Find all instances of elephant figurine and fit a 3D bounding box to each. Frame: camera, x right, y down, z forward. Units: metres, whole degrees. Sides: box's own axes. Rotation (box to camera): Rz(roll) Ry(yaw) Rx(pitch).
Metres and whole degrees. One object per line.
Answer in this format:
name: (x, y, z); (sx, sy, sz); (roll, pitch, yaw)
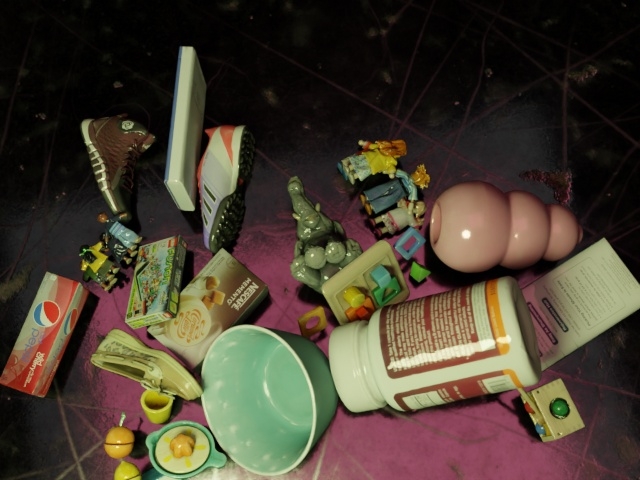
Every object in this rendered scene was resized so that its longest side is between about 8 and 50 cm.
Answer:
elephant figurine: (0.000, 0.000, 1.898); (0.169, 0.186, 0.239); (11, 31, -26)

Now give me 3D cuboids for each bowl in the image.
bowl: (-0.086, 0.315, 1.761); (0.312, 0.163, 0.311); (5, 99, 36)

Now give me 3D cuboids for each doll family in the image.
doll family: (0.160, -0.141, 1.941); (0.163, 0.118, 0.263); (-27, 76, -6)
doll family: (-0.489, 0.018, 1.916); (0.111, 0.076, 0.193); (39, 91, 9)

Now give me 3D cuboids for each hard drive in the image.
hard drive: (-0.307, -0.251, 1.934); (0.040, 0.210, 0.318); (3, 75, 1)

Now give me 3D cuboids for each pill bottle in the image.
pill bottle: (0.232, 0.224, 1.727); (0.392, 0.224, 0.224); (-16, 74, 20)

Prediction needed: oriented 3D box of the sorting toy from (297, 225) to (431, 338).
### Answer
sorting toy: (0.108, 0.118, 1.841); (0.348, 0.196, 0.047); (-37, 45, -8)

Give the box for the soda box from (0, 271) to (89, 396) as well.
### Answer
soda box: (-0.611, 0.210, 1.873); (0.084, 0.092, 0.263); (17, 75, 5)

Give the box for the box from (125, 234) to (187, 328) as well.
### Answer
box: (-0.363, 0.090, 1.871); (0.114, 0.036, 0.207); (-16, 48, 20)

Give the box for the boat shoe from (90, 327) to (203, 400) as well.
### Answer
boat shoe: (-0.371, 0.283, 1.807); (0.285, 0.104, 0.089); (20, 56, 34)

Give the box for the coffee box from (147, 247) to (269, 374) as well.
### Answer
coffee box: (-0.245, 0.158, 1.876); (0.141, 0.098, 0.246); (40, 79, 11)

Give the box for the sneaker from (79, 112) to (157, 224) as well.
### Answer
sneaker: (-0.450, -0.185, 1.976); (0.163, 0.106, 0.281); (-20, 74, -8)

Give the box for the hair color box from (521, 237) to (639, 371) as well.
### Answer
hair color box: (0.524, 0.162, 1.857); (0.347, 0.105, 0.173); (-31, 75, -7)

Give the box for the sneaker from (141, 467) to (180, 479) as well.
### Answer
sneaker: (-0.369, 0.561, 1.783); (0.229, 0.087, 0.092); (-41, 101, -14)

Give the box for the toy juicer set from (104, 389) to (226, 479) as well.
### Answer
toy juicer set: (-0.312, 0.455, 1.727); (0.209, 0.089, 0.329); (-33, 57, -32)

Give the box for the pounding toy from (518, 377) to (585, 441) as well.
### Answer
pounding toy: (0.477, 0.356, 1.785); (0.100, 0.141, 0.130); (-23, 75, -5)

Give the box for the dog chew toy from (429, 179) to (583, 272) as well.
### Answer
dog chew toy: (0.417, -0.024, 1.872); (0.332, 0.206, 0.206); (4, 74, -6)

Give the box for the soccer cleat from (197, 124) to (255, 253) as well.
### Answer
soccer cleat: (-0.239, -0.121, 1.960); (0.117, 0.108, 0.318); (5, 73, 16)
